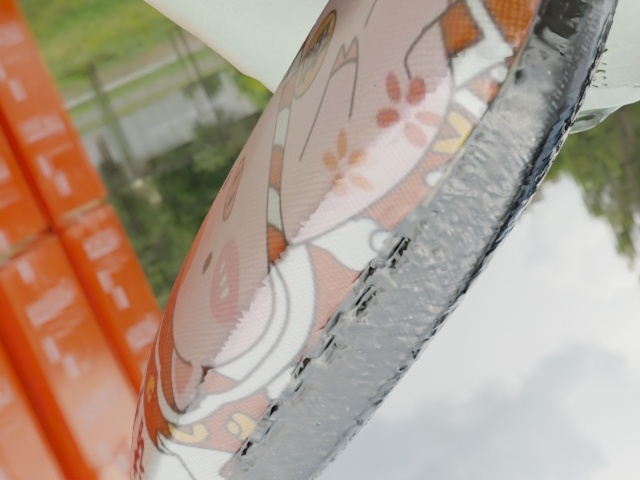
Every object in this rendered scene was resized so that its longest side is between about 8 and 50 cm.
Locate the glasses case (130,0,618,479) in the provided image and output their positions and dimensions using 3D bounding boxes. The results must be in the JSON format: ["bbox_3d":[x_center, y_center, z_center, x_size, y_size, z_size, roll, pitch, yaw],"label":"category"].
[{"bbox_3d":[0.006,-0.005,0.480,0.267,0.067,0.103,-56,-166,44],"label":"glasses case"}]

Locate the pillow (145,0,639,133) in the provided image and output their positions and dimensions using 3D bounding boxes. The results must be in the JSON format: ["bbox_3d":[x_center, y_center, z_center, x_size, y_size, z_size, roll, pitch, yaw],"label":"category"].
[{"bbox_3d":[0.016,-0.137,0.655,0.312,0.310,0.119,-22,-140,59],"label":"pillow"}]
